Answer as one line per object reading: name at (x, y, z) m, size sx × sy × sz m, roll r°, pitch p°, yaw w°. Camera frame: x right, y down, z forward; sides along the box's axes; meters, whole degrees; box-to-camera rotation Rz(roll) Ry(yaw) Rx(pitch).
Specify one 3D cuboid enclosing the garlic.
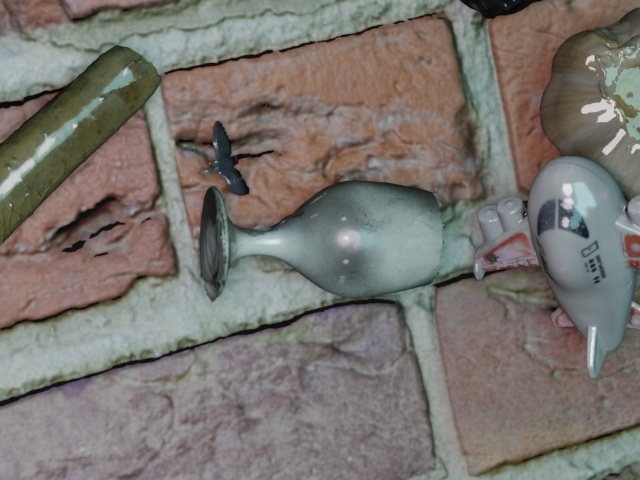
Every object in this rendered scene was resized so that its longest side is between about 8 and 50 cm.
garlic at (0.351, -0.138, 1.537) m, size 0.227 × 0.152 × 0.228 m, roll 0°, pitch 89°, yaw 6°

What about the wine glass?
wine glass at (0.000, 0.000, 1.444) m, size 0.241 × 0.126 × 0.126 m, roll 0°, pitch 90°, yaw -16°

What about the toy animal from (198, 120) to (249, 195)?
toy animal at (-0.106, -0.079, 1.459) m, size 0.050 × 0.028 × 0.084 m, roll -27°, pitch 100°, yaw -17°

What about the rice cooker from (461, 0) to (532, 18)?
rice cooker at (0.178, -0.322, 1.505) m, size 0.106 × 0.112 × 0.165 m, roll -42°, pitch 102°, yaw -19°

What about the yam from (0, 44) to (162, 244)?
yam at (-0.304, -0.050, 1.371) m, size 0.083 × 0.083 × 0.371 m, roll 47°, pitch 75°, yaw -12°

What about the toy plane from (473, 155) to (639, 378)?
toy plane at (0.282, 0.021, 1.496) m, size 0.252 × 0.252 × 0.118 m, roll 45°, pitch 45°, yaw -12°
